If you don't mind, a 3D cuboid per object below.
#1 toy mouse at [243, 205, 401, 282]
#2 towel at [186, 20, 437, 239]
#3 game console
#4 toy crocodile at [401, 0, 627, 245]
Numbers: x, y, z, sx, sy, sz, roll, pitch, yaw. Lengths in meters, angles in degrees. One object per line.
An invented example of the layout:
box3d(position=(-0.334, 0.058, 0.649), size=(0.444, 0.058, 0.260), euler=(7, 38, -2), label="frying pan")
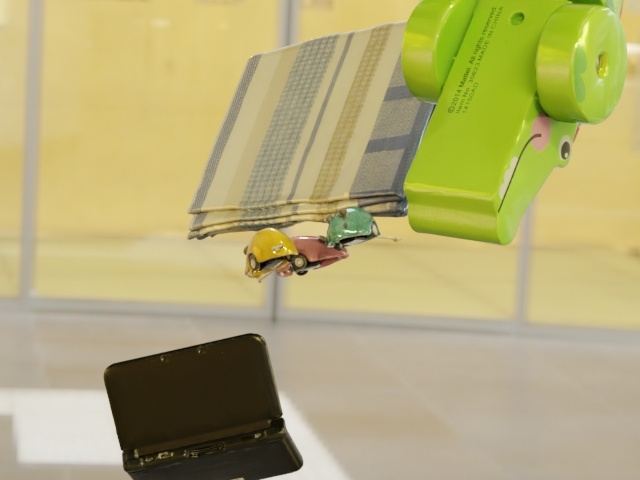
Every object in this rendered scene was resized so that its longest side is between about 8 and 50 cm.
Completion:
box3d(position=(0.000, 0.000, 1.551), size=(0.143, 0.031, 0.161), euler=(-13, -11, -21), label="toy mouse")
box3d(position=(0.004, -0.100, 1.715), size=(0.285, 0.209, 0.034), euler=(-7, -34, 45), label="towel")
box3d(position=(-0.084, 0.131, 1.379), size=(0.122, 0.071, 0.107), euler=(-13, -30, 7), label="game console")
box3d(position=(0.135, -0.147, 1.082), size=(0.115, 0.341, 0.105), euler=(4, -26, 35), label="toy crocodile")
